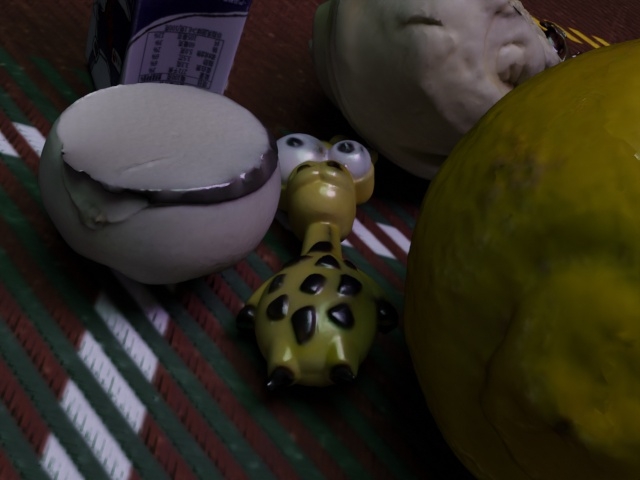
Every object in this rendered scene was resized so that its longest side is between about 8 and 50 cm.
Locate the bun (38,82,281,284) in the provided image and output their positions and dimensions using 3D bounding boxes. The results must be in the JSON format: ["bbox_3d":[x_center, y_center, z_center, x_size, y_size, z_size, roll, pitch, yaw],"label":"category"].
[{"bbox_3d":[-0.116,-0.034,0.586,0.172,0.120,0.173,8,38,-6],"label":"bun"}]

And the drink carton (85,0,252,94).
[{"bbox_3d":[-0.131,-0.209,0.686,0.101,0.222,0.134,-4,48,-30],"label":"drink carton"}]

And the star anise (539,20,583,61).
[{"bbox_3d":[0.310,-0.221,1.040,0.167,0.057,0.168,11,52,-15],"label":"star anise"}]

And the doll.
[{"bbox_3d":[0.000,0.000,0.632,0.117,0.086,0.291,2,43,0],"label":"doll"}]

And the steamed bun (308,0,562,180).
[{"bbox_3d":[0.107,-0.166,0.769,0.276,0.203,0.289,39,24,-24],"label":"steamed bun"}]

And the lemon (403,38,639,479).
[{"bbox_3d":[0.220,0.033,0.520,0.347,0.348,0.348,13,42,-12],"label":"lemon"}]
